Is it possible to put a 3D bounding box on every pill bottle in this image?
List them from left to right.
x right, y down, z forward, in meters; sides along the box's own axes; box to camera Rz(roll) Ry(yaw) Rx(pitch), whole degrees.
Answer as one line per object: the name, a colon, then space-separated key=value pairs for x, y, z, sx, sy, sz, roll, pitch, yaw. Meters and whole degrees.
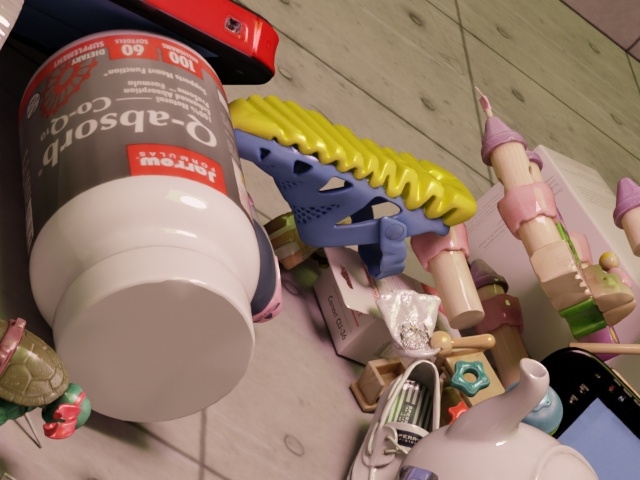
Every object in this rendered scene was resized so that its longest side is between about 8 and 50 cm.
pill bottle: x=-0.167 y=-0.017 z=1.767 sx=0.210 sy=0.210 sz=0.363 roll=28 pitch=28 yaw=-31

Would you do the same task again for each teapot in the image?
teapot: x=0.198 y=0.282 z=1.801 sx=0.256 sy=0.187 sz=0.252 roll=39 pitch=48 yaw=-42

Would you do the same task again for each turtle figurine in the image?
turtle figurine: x=-0.269 y=0.110 z=1.534 sx=0.234 sy=0.118 sz=0.175 roll=34 pitch=26 yaw=-8

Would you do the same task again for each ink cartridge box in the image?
ink cartridge box: x=0.065 y=0.085 z=2.139 sx=0.198 sy=0.067 sz=0.115 roll=26 pitch=29 yaw=-38

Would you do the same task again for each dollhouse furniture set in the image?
dollhouse furniture set: x=0.134 y=0.218 z=2.046 sx=0.161 sy=0.101 sz=0.182 roll=-7 pitch=52 yaw=-30

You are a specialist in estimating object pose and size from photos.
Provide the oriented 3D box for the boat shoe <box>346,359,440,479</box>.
boat shoe: x=0.075 y=0.209 z=1.893 sx=0.083 sy=0.076 sz=0.226 roll=16 pitch=42 yaw=-8

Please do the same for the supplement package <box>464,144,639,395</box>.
supplement package: x=0.333 y=0.054 z=2.461 sx=0.177 sy=0.175 sz=0.293 roll=18 pitch=34 yaw=-54

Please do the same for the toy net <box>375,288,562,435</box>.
toy net: x=0.143 y=0.144 z=2.020 sx=0.232 sy=0.045 sz=0.122 roll=36 pitch=62 yaw=15

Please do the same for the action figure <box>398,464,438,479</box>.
action figure: x=0.035 y=0.378 z=1.589 sx=0.330 sy=0.178 sz=0.341 roll=41 pitch=53 yaw=7

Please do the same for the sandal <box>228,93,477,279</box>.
sandal: x=0.015 y=-0.049 z=2.035 sx=0.317 sy=0.138 sz=0.126 roll=25 pitch=17 yaw=-27

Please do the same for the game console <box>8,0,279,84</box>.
game console: x=-0.265 y=-0.240 z=1.926 sx=0.386 sy=0.342 sz=0.060 roll=25 pitch=73 yaw=-38

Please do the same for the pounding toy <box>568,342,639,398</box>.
pounding toy: x=0.348 y=0.190 z=2.226 sx=0.181 sy=0.206 sz=0.094 roll=47 pitch=4 yaw=7

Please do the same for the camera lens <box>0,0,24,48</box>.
camera lens: x=-0.427 y=-0.218 z=1.673 sx=0.274 sy=0.219 sz=0.219 roll=35 pitch=26 yaw=-19

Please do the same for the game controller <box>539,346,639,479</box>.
game controller: x=0.335 y=0.272 z=2.140 sx=0.319 sy=0.166 sz=0.067 roll=45 pitch=4 yaw=-1

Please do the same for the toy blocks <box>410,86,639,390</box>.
toy blocks: x=0.278 y=-0.018 z=2.233 sx=0.288 sy=0.309 sz=0.260 roll=50 pitch=20 yaw=-56

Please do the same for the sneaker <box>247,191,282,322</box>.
sneaker: x=-0.126 y=-0.034 z=2.023 sx=0.131 sy=0.112 sz=0.319 roll=52 pitch=11 yaw=-45

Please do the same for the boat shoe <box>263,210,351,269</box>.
boat shoe: x=0.000 y=0.000 z=2.192 sx=0.190 sy=0.068 sz=0.072 roll=-18 pitch=77 yaw=-52
